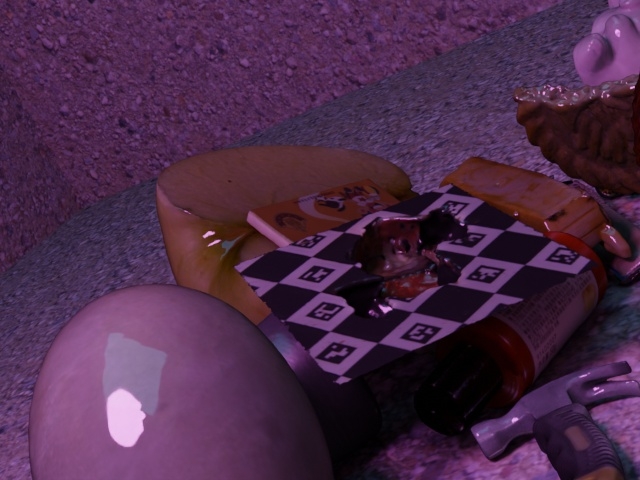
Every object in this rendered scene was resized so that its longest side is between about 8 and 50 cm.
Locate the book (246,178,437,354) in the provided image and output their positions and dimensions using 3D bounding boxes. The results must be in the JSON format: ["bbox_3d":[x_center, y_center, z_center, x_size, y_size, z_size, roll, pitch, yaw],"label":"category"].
[{"bbox_3d":[0.083,0.022,1.526,0.208,0.020,0.295,-17,42,-42],"label":"book"}]

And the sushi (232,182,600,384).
[{"bbox_3d":[0.091,0.053,1.333,0.294,0.059,0.292,-20,27,-18],"label":"sushi"}]

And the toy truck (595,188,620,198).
[{"bbox_3d":[0.430,-0.134,1.694,0.227,0.114,0.098,-13,20,46],"label":"toy truck"}]

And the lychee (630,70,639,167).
[{"bbox_3d":[0.460,-0.137,1.387,0.260,0.260,0.260,-26,14,7],"label":"lychee"}]

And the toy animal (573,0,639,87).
[{"bbox_3d":[0.547,-0.297,1.934,0.265,0.206,0.272,-4,42,40],"label":"toy animal"}]

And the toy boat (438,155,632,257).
[{"bbox_3d":[0.246,-0.017,1.550,0.089,0.115,0.310,-37,27,-16],"label":"toy boat"}]

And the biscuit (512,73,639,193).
[{"bbox_3d":[0.384,-0.127,1.616,0.273,0.187,0.036,-6,39,37],"label":"biscuit"}]

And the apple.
[{"bbox_3d":[0.000,0.000,1.632,0.360,0.320,0.311,-11,-8,-39],"label":"apple"}]

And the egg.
[{"bbox_3d":[-0.123,0.198,1.152,0.258,0.258,0.352,-26,57,7],"label":"egg"}]

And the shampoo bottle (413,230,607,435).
[{"bbox_3d":[0.190,0.099,1.338,0.104,0.104,0.278,-13,20,46],"label":"shampoo bottle"}]

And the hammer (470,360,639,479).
[{"bbox_3d":[0.221,0.180,1.133,0.159,0.041,0.226,-28,13,6],"label":"hammer"}]

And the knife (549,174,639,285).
[{"bbox_3d":[0.334,-0.011,1.605,0.089,0.043,0.365,-60,14,8],"label":"knife"}]

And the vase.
[{"bbox_3d":[-0.105,0.227,1.361,0.321,0.173,0.173,-38,16,-13],"label":"vase"}]
